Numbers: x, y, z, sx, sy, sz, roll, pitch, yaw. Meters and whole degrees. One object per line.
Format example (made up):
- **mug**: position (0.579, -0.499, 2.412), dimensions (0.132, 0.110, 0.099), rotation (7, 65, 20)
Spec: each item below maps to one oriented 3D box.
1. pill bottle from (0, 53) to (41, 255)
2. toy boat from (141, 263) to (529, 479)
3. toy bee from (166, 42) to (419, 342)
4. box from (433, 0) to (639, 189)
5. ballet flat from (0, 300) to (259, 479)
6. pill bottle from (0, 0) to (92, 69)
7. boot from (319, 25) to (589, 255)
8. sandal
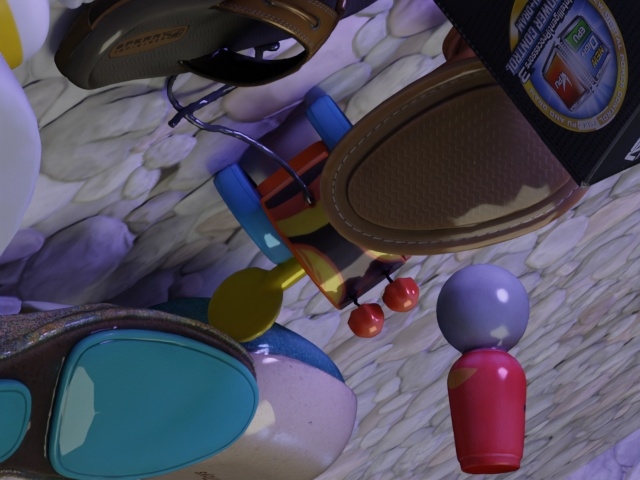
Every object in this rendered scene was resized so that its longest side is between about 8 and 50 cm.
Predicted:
- **pill bottle**: position (-0.190, -0.112, 0.399), dimensions (0.176, 0.318, 0.176), rotation (-30, 160, -12)
- **toy boat**: position (-0.008, 0.098, 1.394), dimensions (0.318, 0.148, 0.267), rotation (-4, 163, 7)
- **toy bee**: position (0.000, 0.000, 1.216), dimensions (0.195, 0.162, 0.298), rotation (-43, 160, 24)
- **box**: position (0.134, -0.188, 0.917), dimensions (0.060, 0.216, 0.270), rotation (-22, 157, -32)
- **ballet flat**: position (-0.188, 0.086, 1.158), dimensions (0.348, 0.123, 0.123), rotation (-5, 145, -46)
- **pill bottle**: position (-0.179, -0.100, 0.746), dimensions (0.208, 0.119, 0.119), rotation (-31, 160, -14)
- **boot**: position (0.102, -0.103, 1.144), dimensions (0.283, 0.109, 0.220), rotation (-35, -158, -6)
- **sandal**: position (-0.037, -0.115, 1.035), dimensions (0.219, 0.060, 0.090), rotation (-20, 156, -37)
